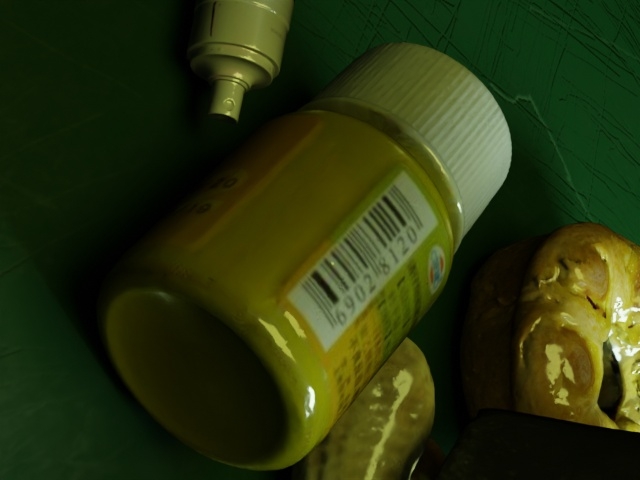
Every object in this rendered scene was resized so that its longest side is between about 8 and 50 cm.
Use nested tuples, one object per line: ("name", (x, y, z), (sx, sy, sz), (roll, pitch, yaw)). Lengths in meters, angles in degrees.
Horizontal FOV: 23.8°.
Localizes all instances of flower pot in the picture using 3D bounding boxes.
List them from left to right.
("flower pot", (0.212, 0.291, 1.375), (0.379, 0.251, 0.379), (-57, 166, -23))

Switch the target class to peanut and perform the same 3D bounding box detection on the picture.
("peanut", (0.040, 0.204, 1.412), (0.137, 0.122, 0.253), (30, 66, -48))

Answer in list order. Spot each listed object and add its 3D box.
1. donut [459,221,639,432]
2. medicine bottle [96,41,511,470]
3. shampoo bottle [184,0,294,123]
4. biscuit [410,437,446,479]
("donut", (0.276, 0.146, 1.635), (0.299, 0.150, 0.317), (33, 61, -37))
("medicine bottle", (0.000, 0.000, 1.327), (0.384, 0.224, 0.224), (-48, 117, -38))
("shampoo bottle", (-0.064, -0.250, 1.396), (0.092, 0.092, 0.303), (26, 67, -40))
("biscuit", (0.148, 0.333, 1.557), (0.295, 0.044, 0.186), (38, 61, -34))
